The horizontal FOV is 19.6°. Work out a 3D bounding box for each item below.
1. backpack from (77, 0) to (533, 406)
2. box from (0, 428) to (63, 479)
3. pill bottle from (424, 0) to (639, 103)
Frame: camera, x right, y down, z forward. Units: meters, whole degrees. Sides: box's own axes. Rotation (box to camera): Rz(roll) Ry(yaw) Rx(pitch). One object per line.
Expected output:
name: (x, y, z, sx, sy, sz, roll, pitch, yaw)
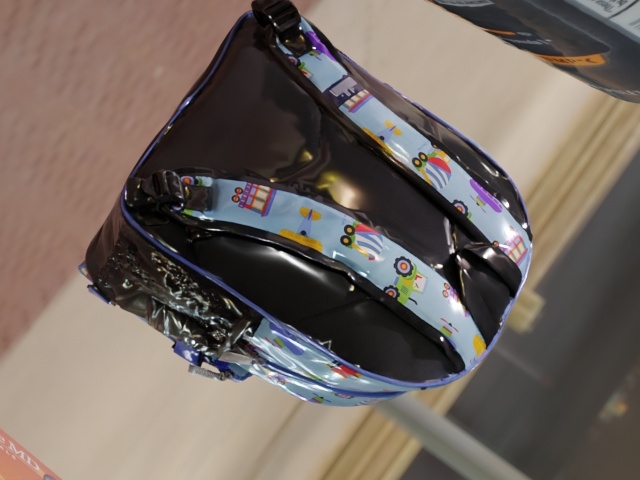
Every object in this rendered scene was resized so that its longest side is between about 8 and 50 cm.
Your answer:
backpack: (0.000, 0.000, 0.838, 0.158, 0.173, 0.117, -60, -176, -36)
box: (-0.136, 0.141, 0.662, 0.091, 0.130, 0.170, -45, -163, 9)
pill bottle: (0.061, -0.134, 0.579, 0.246, 0.130, 0.130, 19, 109, -49)
